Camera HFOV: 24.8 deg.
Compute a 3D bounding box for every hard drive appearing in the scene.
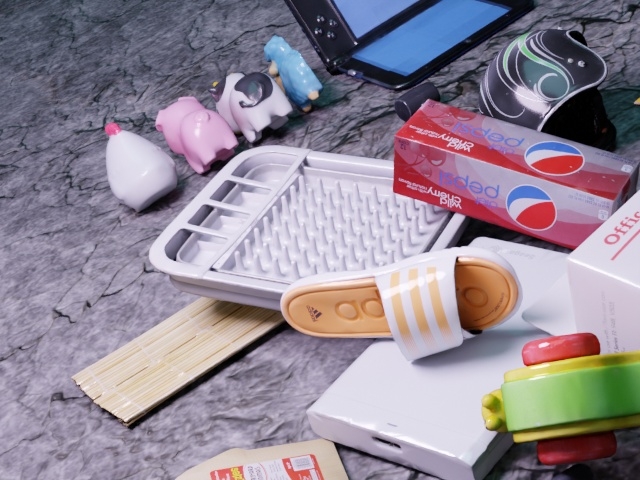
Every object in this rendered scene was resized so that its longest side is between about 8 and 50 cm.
[{"bbox_3d":[0.157,0.112,1.471,0.203,0.040,0.307,13,43,40],"label":"hard drive"}]

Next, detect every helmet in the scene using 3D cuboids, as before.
[{"bbox_3d":[0.275,-0.177,1.780,0.169,0.169,0.161,-27,45,-11],"label":"helmet"}]

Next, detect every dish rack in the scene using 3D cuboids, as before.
[{"bbox_3d":[0.000,0.000,1.698,0.333,0.072,0.285,8,36,25],"label":"dish rack"}]

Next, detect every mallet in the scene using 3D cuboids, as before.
[{"bbox_3d":[0.187,-0.177,1.977,0.189,0.039,0.062,17,43,42],"label":"mallet"}]

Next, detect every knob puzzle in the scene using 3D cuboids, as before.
[{"bbox_3d":[-0.066,0.254,1.367,0.213,0.030,0.213,-4,23,2],"label":"knob puzzle"}]

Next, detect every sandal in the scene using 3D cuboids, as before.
[{"bbox_3d":[0.073,0.078,1.444,0.265,0.102,0.076,-10,33,28],"label":"sandal"}]

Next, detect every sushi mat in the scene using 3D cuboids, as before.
[{"bbox_3d":[-0.131,0.106,1.703,0.316,0.019,0.151,-32,32,-20],"label":"sushi mat"}]

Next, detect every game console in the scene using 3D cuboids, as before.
[{"bbox_3d":[0.130,-0.380,2.232,0.293,0.250,0.173,-34,4,-24],"label":"game console"}]

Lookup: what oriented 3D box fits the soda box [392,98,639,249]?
[{"bbox_3d":[0.215,-0.071,1.630,0.263,0.083,0.092,19,42,23],"label":"soda box"}]

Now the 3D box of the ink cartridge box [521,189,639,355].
[{"bbox_3d":[0.371,0.036,1.336,0.353,0.119,0.207,22,50,40],"label":"ink cartridge box"}]

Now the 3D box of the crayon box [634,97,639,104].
[{"bbox_3d":[0.547,-0.162,1.657,0.202,0.081,0.318,-39,34,-29],"label":"crayon box"}]

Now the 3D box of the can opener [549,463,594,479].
[{"bbox_3d":[0.161,0.250,1.238,0.186,0.073,0.059,-34,-8,-29],"label":"can opener"}]

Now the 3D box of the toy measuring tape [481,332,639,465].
[{"bbox_3d":[0.257,0.124,1.219,0.330,0.121,0.121,-17,24,44],"label":"toy measuring tape"}]

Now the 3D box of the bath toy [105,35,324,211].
[{"bbox_3d":[-0.168,-0.171,2.100,0.348,0.129,0.151,-33,-3,-23],"label":"bath toy"}]
